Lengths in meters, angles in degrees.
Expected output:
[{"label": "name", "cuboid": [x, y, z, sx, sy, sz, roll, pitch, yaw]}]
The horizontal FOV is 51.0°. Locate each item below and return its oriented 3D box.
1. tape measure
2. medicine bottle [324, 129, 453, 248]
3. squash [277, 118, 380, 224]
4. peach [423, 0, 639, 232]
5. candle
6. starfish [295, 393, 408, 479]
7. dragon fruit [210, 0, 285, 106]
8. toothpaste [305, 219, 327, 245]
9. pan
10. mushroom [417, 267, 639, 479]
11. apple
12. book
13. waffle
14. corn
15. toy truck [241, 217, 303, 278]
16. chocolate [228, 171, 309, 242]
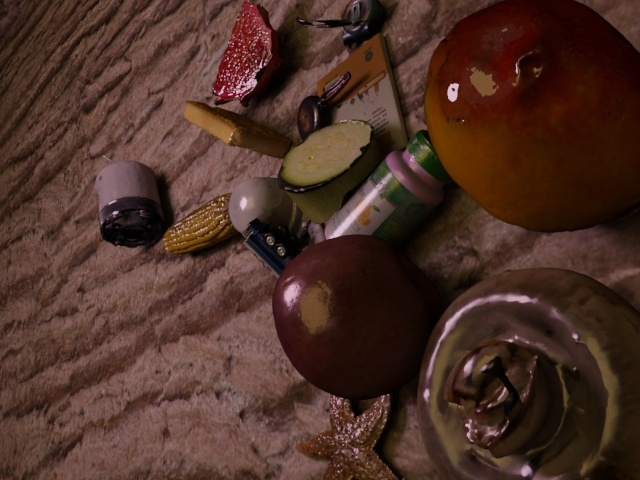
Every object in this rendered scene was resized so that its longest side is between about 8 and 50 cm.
[{"label": "tape measure", "cuboid": [0.046, -0.500, 1.463, 0.104, 0.179, 0.107, -19, 65, 60]}, {"label": "medicine bottle", "cuboid": [0.138, -0.074, 1.255, 0.274, 0.133, 0.133, -48, 48, 24]}, {"label": "squash", "cuboid": [0.033, -0.136, 1.339, 0.220, 0.133, 0.220, -29, 29, 18]}, {"label": "peach", "cuboid": [0.307, -0.175, 0.942, 0.290, 0.372, 0.373, -43, 51, 26]}, {"label": "candle", "cuboid": [-0.571, -0.140, 1.979, 0.187, 0.187, 0.330, -42, 50, 29]}, {"label": "starfish", "cuboid": [0.044, 0.379, 1.268, 0.302, 0.060, 0.299, -46, 51, 27]}, {"label": "dragon fruit", "cuboid": [-0.154, -0.442, 1.692, 0.161, 0.126, 0.274, 34, 108, 36]}, {"label": "toothpaste", "cuboid": [0.000, 0.000, 1.453, 0.048, 0.031, 0.190, -53, 43, 30]}, {"label": "pan", "cuboid": [0.002, -0.300, 1.500, 0.212, 0.040, 0.115, -48, 51, 46]}, {"label": "mushroom", "cuboid": [0.274, 0.209, 0.904, 0.362, 0.294, 0.362, -15, 70, 44]}, {"label": "apple", "cuboid": [0.070, 0.125, 1.134, 0.235, 0.305, 0.306, -37, 53, 17]}, {"label": "book", "cuboid": [0.083, -0.277, 1.457, 0.208, 0.020, 0.296, -29, 58, 38]}, {"label": "waffle", "cuboid": [-0.212, -0.277, 1.660, 0.274, 0.168, 0.057, 34, 109, 45]}, {"label": "corn", "cuboid": [-0.291, -0.036, 1.711, 0.317, 0.115, 0.115, -25, 61, 40]}, {"label": "toy truck", "cuboid": [-0.081, 0.037, 1.420, 0.201, 0.074, 0.088, 45, 116, 2]}, {"label": "chocolate", "cuboid": [-0.136, -0.072, 1.523, 0.221, 0.147, 0.221, -18, 68, 55]}]
